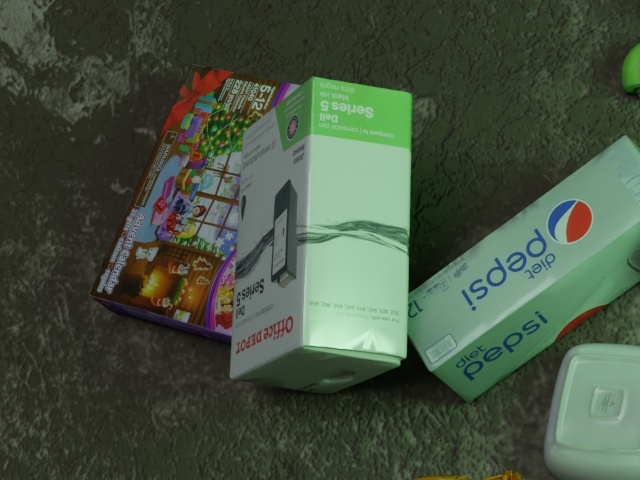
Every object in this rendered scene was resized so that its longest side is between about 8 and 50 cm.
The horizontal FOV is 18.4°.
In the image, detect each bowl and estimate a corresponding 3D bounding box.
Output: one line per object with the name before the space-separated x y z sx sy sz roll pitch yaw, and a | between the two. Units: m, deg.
bowl | 0.277 0.159 1.847 0.142 0.053 0.142 4 68 30

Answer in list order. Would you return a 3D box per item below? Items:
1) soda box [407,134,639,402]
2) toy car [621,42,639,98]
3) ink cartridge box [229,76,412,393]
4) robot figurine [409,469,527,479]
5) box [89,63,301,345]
soda box | 0.219 0.031 1.912 0.286 0.098 0.091 -36 54 9
toy car | 0.397 -0.171 1.938 0.225 0.053 0.239 4 69 30
ink cartridge box | 0.000 0.000 1.962 0.198 0.115 0.272 149 127 -63
robot figurine | 0.066 0.320 1.865 0.291 0.085 0.211 -18 59 20
box | -0.108 -0.040 2.151 0.201 0.057 0.293 14 74 32
